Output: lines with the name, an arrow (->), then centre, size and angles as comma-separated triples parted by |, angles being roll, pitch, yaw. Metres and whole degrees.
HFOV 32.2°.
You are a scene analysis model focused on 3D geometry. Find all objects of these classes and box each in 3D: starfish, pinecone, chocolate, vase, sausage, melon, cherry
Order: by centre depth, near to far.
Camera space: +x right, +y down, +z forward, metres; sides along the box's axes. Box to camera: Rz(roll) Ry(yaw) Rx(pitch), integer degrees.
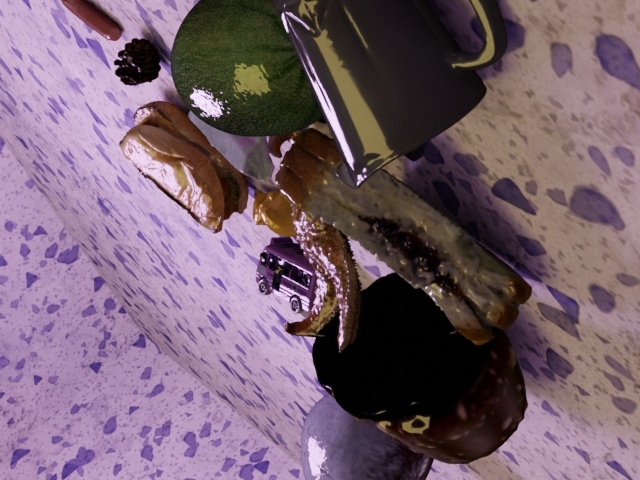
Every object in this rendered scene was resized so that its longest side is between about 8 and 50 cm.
vase -> 0.040, -0.220, 1.052 | 0.251, 0.156, 0.301 | -19, 108, 40
melon -> -0.072, -0.206, 1.257 | 0.287, 0.182, 0.182 | 5, 136, 56
starfish -> -0.003, 0.001, 1.540 | 0.312, 0.113, 0.303 | -108, 14, -67
chocolate -> 0.158, 0.193, 1.553 | 0.210, 0.225, 0.340 | 41, 167, -26
pinecone -> -0.295, -0.291, 1.795 | 0.077, 0.077, 0.083 | 41, 138, 18
sausage -> -0.389, -0.382, 1.881 | 0.147, 0.035, 0.030 | 41, -166, 23
cherry -> 0.087, 0.390, 2.076 | 0.255, 0.296, 0.218 | 11, 154, 12

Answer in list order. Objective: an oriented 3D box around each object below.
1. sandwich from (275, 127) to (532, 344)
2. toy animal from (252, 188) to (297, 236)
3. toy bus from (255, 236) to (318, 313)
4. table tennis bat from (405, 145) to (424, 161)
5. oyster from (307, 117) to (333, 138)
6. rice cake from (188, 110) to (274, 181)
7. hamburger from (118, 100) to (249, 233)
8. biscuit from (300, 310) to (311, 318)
sandwich -> 0.105, -0.001, 1.283 | 0.254, 0.099, 0.288 | 44, -172, 32
toy animal -> -0.077, -0.048, 1.823 | 0.083, 0.070, 0.159 | 53, 167, -23
toy bus -> -0.032, 0.061, 1.895 | 0.178, 0.087, 0.098 | 24, 112, 50
table tennis bat -> 0.043, -0.158, 1.365 | 0.220, 0.019, 0.130 | 38, 162, 33
oyster -> 0.015, -0.142, 1.359 | 0.121, 0.045, 0.146 | 49, 159, 13
rice cake -> -0.129, -0.165, 1.624 | 0.051, 0.081, 0.290 | 8, -162, -27
hamburger -> -0.229, -0.147, 1.898 | 0.262, 0.124, 0.131 | 39, 143, 11
biscuit -> -0.006, 0.109, 2.026 | 0.250, 0.046, 0.147 | 29, 155, 46
